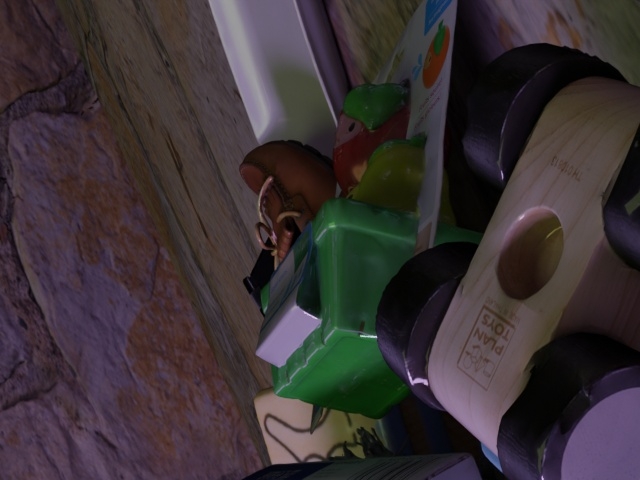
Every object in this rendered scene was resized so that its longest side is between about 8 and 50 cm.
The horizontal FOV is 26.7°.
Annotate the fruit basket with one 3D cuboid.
[{"bbox_3d":[0.041,-0.033,1.226,0.327,0.165,0.353,128,147,-61],"label":"fruit basket"}]

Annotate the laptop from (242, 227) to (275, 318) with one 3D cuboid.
[{"bbox_3d":[0.093,0.132,1.739,0.382,0.236,0.408,56,-171,35],"label":"laptop"}]

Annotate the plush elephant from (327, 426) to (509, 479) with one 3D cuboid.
[{"bbox_3d":[0.196,0.267,1.199,0.255,0.272,0.330,-18,123,45],"label":"plush elephant"}]

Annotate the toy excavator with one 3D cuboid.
[{"bbox_3d":[0.261,0.138,0.892,0.433,0.445,0.222,-66,27,7],"label":"toy excavator"}]

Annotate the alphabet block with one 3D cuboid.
[{"bbox_3d":[0.077,0.212,1.431,0.197,0.193,0.192,-23,80,47],"label":"alphabet block"}]

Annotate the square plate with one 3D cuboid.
[{"bbox_3d":[-0.059,-0.266,1.633,0.344,0.049,0.347,23,134,67],"label":"square plate"}]

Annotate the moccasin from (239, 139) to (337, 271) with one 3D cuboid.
[{"bbox_3d":[0.002,0.002,1.514,0.380,0.147,0.139,44,177,46],"label":"moccasin"}]

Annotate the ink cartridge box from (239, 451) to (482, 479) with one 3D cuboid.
[{"bbox_3d":[0.072,0.344,1.135,0.324,0.071,0.330,-20,91,58],"label":"ink cartridge box"}]
